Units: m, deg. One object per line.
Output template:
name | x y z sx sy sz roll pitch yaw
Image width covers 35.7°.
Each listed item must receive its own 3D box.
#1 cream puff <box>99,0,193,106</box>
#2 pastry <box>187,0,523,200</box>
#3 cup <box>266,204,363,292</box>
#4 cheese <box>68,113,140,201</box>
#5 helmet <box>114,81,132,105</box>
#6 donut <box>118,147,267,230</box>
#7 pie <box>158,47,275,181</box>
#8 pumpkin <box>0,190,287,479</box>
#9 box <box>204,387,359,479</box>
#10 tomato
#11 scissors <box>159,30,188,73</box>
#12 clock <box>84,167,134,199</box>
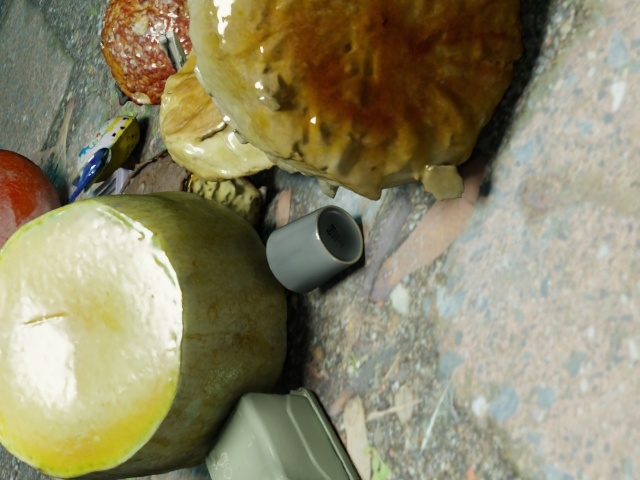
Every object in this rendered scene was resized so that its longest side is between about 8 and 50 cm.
cream puff | -0.223 -0.308 1.431 0.240 0.164 0.240 -10 77 48
pastry | 0.032 -0.194 0.879 0.136 0.329 0.330 32 104 64
cup | 0.000 0.000 1.063 0.077 0.078 0.100 -29 23 41
cheese | -0.343 -0.132 1.565 0.156 0.064 0.250 -47 15 19
helmet | -0.281 -0.269 1.582 0.098 0.070 0.123 -29 60 55
donut | -0.200 0.052 1.275 0.259 0.136 0.345 4 80 58
pie | -0.052 -0.202 1.125 0.339 0.083 0.339 -25 41 24
pumpkin | -0.214 0.094 1.056 0.332 0.199 0.332 -2 82 13
box | -0.046 0.235 1.002 0.124 0.092 0.172 -60 36 20
tomato | -0.591 -0.027 1.797 0.270 0.227 0.270 -16 61 31
scissors | -0.166 -0.201 1.299 0.027 0.204 0.101 -15 55 5
clock | -0.321 -0.007 1.530 0.193 0.073 0.145 -32 51 45
